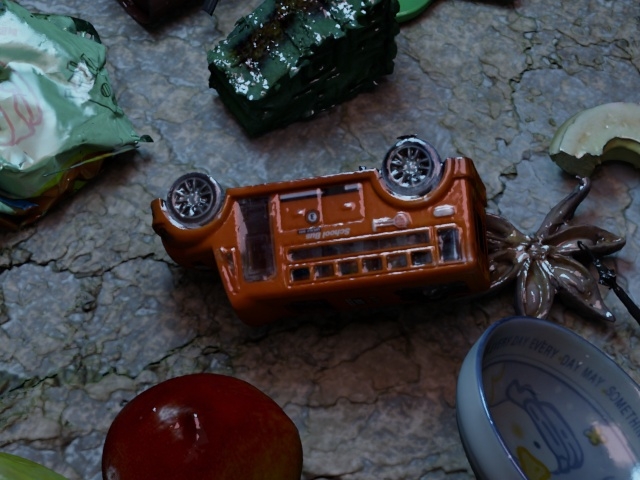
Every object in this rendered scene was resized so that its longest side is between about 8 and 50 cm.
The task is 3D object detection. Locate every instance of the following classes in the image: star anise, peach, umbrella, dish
[{"bbox_3d":[0.221,0.030,1.646,0.208,0.063,0.172,-15,65,-17],"label":"star anise"},{"bbox_3d":[-0.111,0.204,1.447,0.197,0.197,0.197,0,57,0],"label":"peach"},{"bbox_3d":[0.308,0.058,1.612,0.022,0.022,0.149,-41,92,-11],"label":"umbrella"},{"bbox_3d":[0.212,0.217,1.479,0.273,0.134,0.273,28,34,-21],"label":"dish"}]

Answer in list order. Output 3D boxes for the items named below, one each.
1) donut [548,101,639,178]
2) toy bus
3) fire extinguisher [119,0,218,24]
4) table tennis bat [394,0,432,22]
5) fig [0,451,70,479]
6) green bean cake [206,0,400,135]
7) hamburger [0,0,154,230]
[{"bbox_3d":[0.336,-0.093,1.722,0.166,0.065,0.108,22,59,14],"label":"donut"},{"bbox_3d":[0.000,0.000,1.587,0.329,0.143,0.153,-7,77,11],"label":"toy bus"},{"bbox_3d":[-0.082,-0.368,1.877,0.341,0.105,0.141,-34,78,-20],"label":"fire extinguisher"},{"bbox_3d":[0.106,-0.313,1.882,0.257,0.039,0.160,5,56,9],"label":"table tennis bat"},{"bbox_3d":[-0.262,0.313,1.400,0.314,0.233,0.233,27,52,-28],"label":"fig"},{"bbox_3d":[-0.018,-0.220,1.729,0.208,0.193,0.107,-25,66,-14],"label":"green bean cake"},{"bbox_3d":[-0.337,-0.161,1.710,0.260,0.150,0.276,-20,59,-15],"label":"hamburger"}]
